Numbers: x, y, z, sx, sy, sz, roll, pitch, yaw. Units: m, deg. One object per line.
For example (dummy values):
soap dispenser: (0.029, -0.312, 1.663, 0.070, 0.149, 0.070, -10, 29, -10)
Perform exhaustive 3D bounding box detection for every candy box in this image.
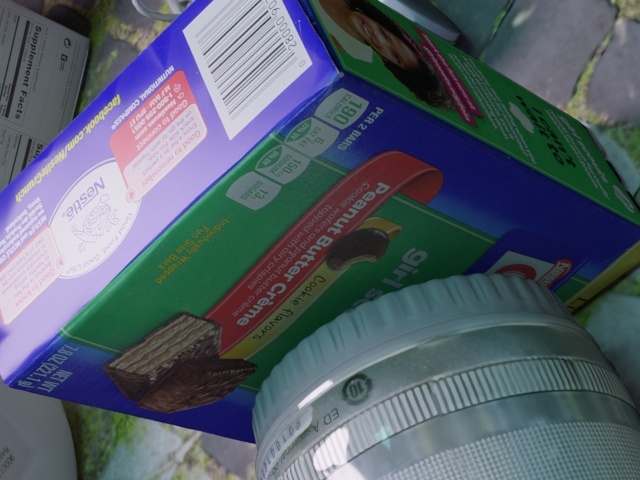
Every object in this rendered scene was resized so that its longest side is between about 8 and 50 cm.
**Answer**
candy box: (0.000, 0.000, 0.957, 0.268, 0.317, 0.122, -41, 54, 24)

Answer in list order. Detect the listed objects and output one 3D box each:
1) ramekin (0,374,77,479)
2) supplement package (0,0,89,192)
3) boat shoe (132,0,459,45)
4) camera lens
ramekin: (-0.305, 0.170, 1.197, 0.135, 0.277, 0.277, -19, 63, 27)
supplement package: (-0.357, -0.098, 1.418, 0.262, 0.145, 0.204, 0, 75, 42)
boat shoe: (-0.059, -0.188, 1.217, 0.367, 0.136, 0.156, 44, 108, 31)
camera lens: (0.094, 0.184, 0.874, 0.219, 0.219, 0.274, -38, 53, 24)
